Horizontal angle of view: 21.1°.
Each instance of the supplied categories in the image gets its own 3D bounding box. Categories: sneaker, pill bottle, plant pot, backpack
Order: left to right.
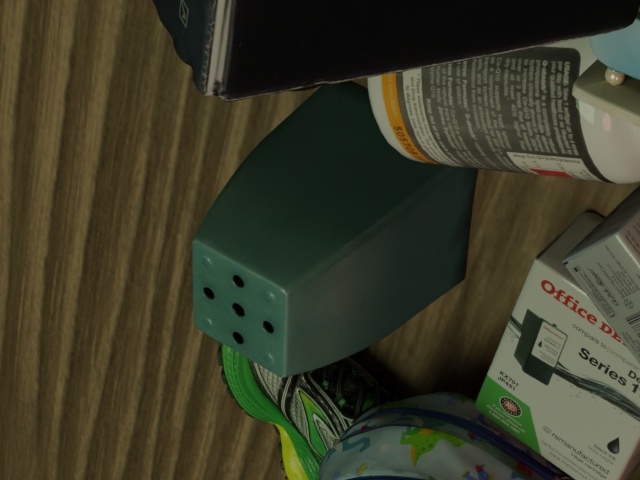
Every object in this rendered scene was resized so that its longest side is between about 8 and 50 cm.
[{"bbox_3d":[0.000,0.000,1.518,0.166,0.234,0.165,29,137,27],"label":"plant pot"},{"bbox_3d":[0.015,0.154,1.735,0.146,0.134,0.343,-4,126,39],"label":"sneaker"},{"bbox_3d":[0.137,0.309,1.610,0.355,0.273,0.290,28,149,-34],"label":"backpack"},{"bbox_3d":[0.186,-0.125,1.283,0.278,0.162,0.162,9,126,37],"label":"pill bottle"}]

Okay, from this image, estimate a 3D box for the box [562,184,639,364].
[{"bbox_3d":[0.279,0.020,1.333,0.126,0.137,0.072,53,143,-2],"label":"box"}]

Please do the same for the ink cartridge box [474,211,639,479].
[{"bbox_3d":[0.237,0.100,1.481,0.153,0.087,0.208,35,138,19],"label":"ink cartridge box"}]

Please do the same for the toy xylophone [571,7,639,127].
[{"bbox_3d":[0.272,-0.205,1.046,0.236,0.081,0.322,19,123,33],"label":"toy xylophone"}]

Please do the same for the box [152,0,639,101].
[{"bbox_3d":[0.005,-0.422,0.979,0.480,0.297,0.472,100,150,-44],"label":"box"}]
